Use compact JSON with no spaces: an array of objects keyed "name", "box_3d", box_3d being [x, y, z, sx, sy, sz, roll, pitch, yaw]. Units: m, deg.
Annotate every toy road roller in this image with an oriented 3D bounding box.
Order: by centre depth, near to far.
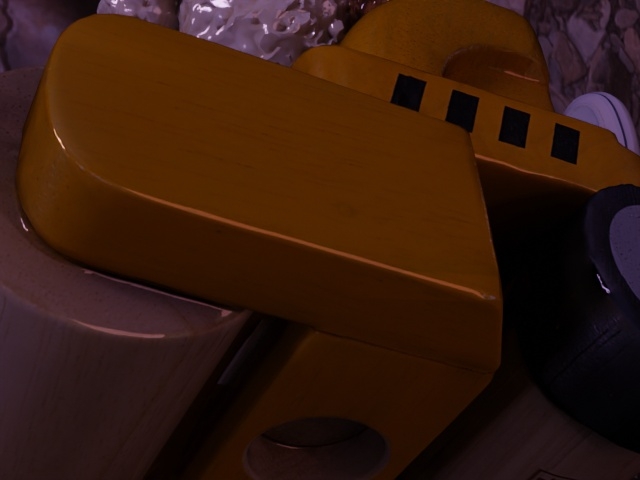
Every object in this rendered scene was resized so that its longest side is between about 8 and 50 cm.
[{"name":"toy road roller","box_3d":[0.000,0.000,0.474,0.330,0.202,0.240,14,45,-22]}]

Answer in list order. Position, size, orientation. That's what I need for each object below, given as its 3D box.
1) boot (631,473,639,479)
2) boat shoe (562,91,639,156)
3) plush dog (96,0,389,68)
[{"name":"boot","box_3d":[0.059,0.090,0.692,0.378,0.138,0.284,3,71,-31]},{"name":"boat shoe","box_3d":[0.194,-0.018,0.876,0.076,0.083,0.226,21,72,-40]},{"name":"plush dog","box_3d":[-0.061,-0.159,0.614,0.262,0.210,0.225,-24,75,-43]}]
